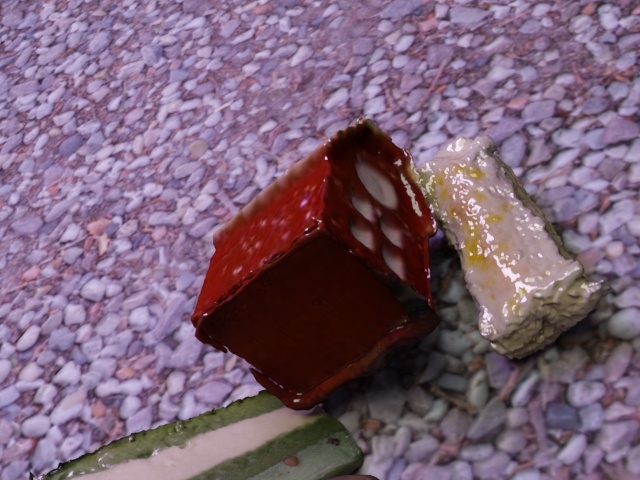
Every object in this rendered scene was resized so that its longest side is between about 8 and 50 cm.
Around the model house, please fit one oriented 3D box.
[{"bbox_3d":[0.000,0.000,1.068,0.196,0.160,0.254,-38,30,30],"label":"model house"}]

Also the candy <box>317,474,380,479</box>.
[{"bbox_3d":[0.036,0.298,0.873,0.104,0.102,0.234,-26,46,6],"label":"candy"}]

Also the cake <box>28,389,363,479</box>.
[{"bbox_3d":[-0.107,0.265,1.015,0.283,0.172,0.158,-18,40,-37],"label":"cake"}]

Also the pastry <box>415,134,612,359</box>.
[{"bbox_3d":[0.172,0.002,1.067,0.121,0.089,0.258,-31,43,3],"label":"pastry"}]
